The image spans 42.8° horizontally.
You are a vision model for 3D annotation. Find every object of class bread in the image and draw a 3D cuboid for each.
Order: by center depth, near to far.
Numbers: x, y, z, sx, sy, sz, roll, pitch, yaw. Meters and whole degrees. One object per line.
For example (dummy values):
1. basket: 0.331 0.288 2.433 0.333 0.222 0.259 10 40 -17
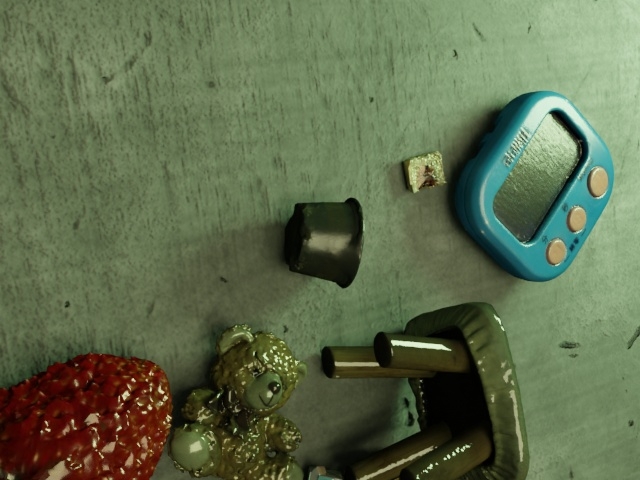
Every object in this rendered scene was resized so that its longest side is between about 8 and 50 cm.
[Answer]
1. bread: 0.197 -0.130 1.548 0.083 0.035 0.070 -13 99 -24

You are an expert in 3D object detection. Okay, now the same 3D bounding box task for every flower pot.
1. flower pot: 0.000 0.000 1.395 0.106 0.157 0.158 5 92 -15

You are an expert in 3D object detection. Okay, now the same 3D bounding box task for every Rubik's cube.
1. Rubik's cube: -0.001 0.445 1.471 0.073 0.084 0.075 9 72 -3

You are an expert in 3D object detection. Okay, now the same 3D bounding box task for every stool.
1. stool: 0.169 0.277 1.395 0.226 0.310 0.311 -5 79 -25

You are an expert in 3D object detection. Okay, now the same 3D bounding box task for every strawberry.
1. strawberry: -0.357 0.326 1.172 0.343 0.292 0.292 -17 103 -39

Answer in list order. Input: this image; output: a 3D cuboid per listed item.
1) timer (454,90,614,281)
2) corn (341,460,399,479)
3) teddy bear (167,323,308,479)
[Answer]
1. timer: 0.428 -0.108 1.631 0.309 0.115 0.340 42 75 -26
2. corn: 0.144 0.440 1.545 0.231 0.080 0.080 -5 97 -28
3. teddy bear: -0.120 0.273 1.341 0.267 0.156 0.256 35 75 -36
